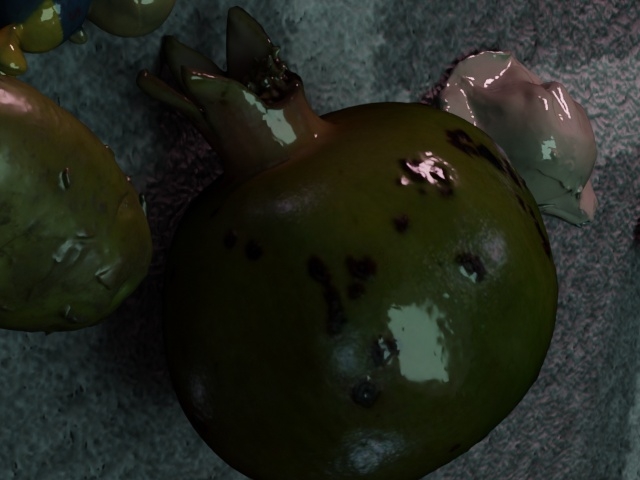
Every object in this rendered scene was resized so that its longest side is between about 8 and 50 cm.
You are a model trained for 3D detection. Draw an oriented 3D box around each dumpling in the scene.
[{"bbox_3d":[0.166,-0.088,1.528,0.188,0.108,0.127,25,61,-33],"label":"dumpling"}]

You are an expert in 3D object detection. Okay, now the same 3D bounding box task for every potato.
[{"bbox_3d":[-0.203,-0.027,1.126,0.251,0.113,0.149,31,111,-38],"label":"potato"}]

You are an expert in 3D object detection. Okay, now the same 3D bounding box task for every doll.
[{"bbox_3d":[-0.140,-0.154,1.175,0.089,0.102,0.179,41,70,-6],"label":"doll"}]

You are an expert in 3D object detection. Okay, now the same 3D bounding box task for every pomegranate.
[{"bbox_3d":[0.025,0.002,1.279,0.291,0.291,0.323,-18,108,-43],"label":"pomegranate"}]
